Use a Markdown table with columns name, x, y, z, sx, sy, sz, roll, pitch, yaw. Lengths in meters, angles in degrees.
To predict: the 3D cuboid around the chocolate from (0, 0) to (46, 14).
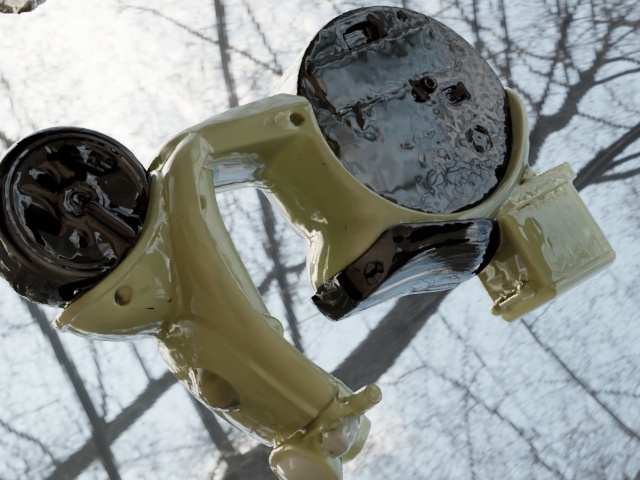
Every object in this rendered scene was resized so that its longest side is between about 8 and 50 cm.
| name | x | y | z | sx | sy | sz | roll | pitch | yaw |
| --- | --- | --- | --- | --- | --- | --- | --- | --- | --- |
| chocolate | -0.236 | -0.258 | 0.684 | 0.185 | 0.100 | 0.303 | 22 | -25 | 51 |

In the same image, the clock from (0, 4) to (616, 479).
| name | x | y | z | sx | sy | sz | roll | pitch | yaw |
| --- | --- | --- | --- | --- | --- | --- | --- | --- | --- |
| clock | 0.000 | 0.000 | 0.840 | 0.276 | 0.379 | 0.120 | 56 | -31 | 6 |
